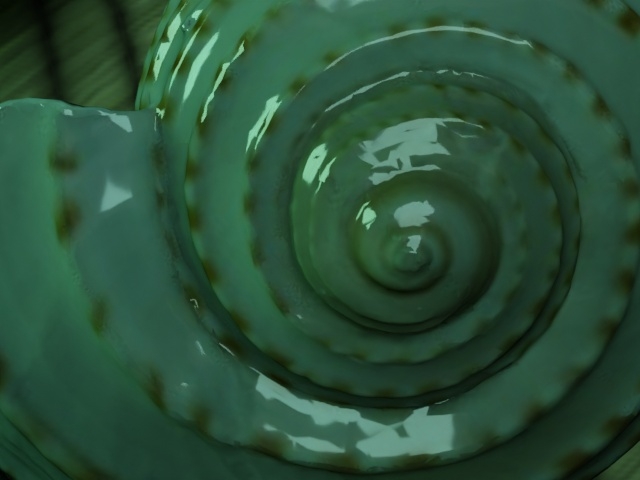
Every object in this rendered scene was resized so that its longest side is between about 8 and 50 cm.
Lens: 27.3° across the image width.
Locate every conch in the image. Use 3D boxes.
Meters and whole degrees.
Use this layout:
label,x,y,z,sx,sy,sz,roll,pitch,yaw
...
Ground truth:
label,x,y,z,sx,sy,sz,roll,pitch,yaw
conch,0.007,0.014,0.488,0.303,0.319,0.215,-29,76,4

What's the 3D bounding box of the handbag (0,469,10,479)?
label,x,y,z,sx,sy,sz,roll,pitch,yaw
handbag,-0.227,0.140,0.484,0.238,0.089,0.326,-41,63,-18
